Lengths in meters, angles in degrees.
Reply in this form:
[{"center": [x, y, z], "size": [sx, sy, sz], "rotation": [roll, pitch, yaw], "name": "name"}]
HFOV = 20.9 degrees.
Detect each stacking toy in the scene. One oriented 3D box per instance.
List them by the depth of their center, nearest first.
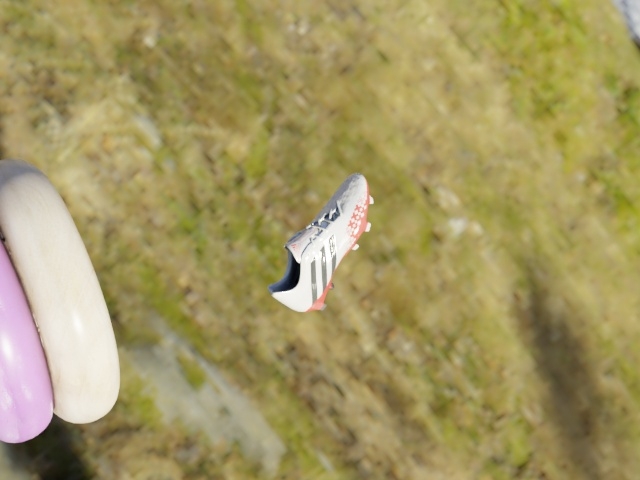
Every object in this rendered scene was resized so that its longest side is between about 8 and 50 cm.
[{"center": [-0.271, 0.073, 0.833], "size": [0.330, 0.141, 0.141], "rotation": [-20, 68, -18], "name": "stacking toy"}]

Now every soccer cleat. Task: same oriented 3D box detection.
[{"center": [0.000, 0.000, 0.944], "size": [0.035, 0.083, 0.029], "rotation": [20, 12, -34], "name": "soccer cleat"}]
